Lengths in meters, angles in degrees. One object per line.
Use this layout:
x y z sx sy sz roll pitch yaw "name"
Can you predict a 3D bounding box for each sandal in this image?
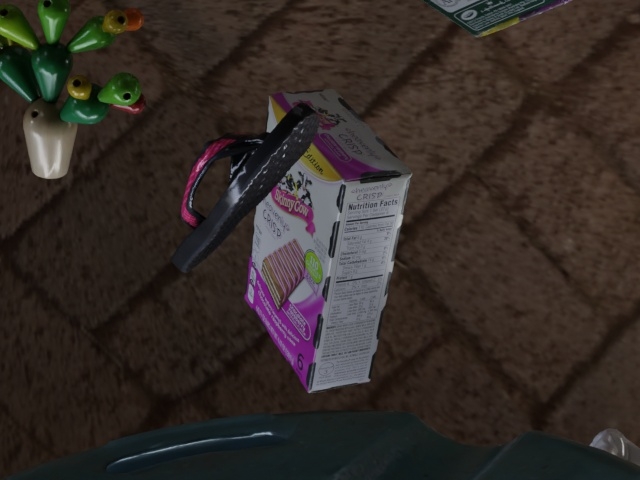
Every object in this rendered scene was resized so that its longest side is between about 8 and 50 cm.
-0.055 -0.031 0.711 0.040 0.179 0.067 49 59 1 "sandal"

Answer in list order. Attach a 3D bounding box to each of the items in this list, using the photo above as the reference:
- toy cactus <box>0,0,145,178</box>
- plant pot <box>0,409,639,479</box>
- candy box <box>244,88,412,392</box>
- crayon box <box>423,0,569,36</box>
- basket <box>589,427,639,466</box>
-0.244 -0.148 1.169 0.219 0.112 0.180 22 124 20 "toy cactus"
-0.001 0.245 0.342 0.341 0.341 0.334 -9 105 -11 "plant pot"
0.000 0.000 1.168 0.071 0.159 0.233 -8 126 -26 "candy box"
0.261 -0.387 1.135 0.106 0.363 0.313 27 62 -33 "crayon box"
0.326 0.427 1.230 0.331 0.328 0.266 34 116 1 "basket"
